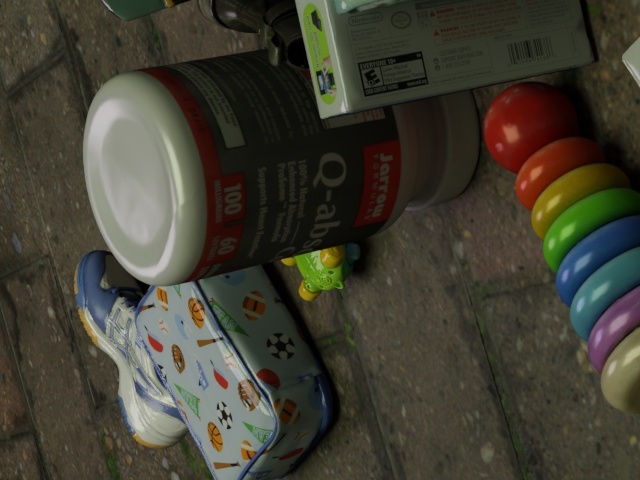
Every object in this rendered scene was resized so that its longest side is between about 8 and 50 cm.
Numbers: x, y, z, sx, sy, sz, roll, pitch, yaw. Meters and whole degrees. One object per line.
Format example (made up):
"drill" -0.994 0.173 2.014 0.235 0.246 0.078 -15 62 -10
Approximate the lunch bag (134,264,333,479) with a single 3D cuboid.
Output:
"lunch bag" -0.116 0.152 2.243 0.303 0.115 0.243 61 147 20

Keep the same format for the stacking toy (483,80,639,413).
"stacking toy" 0.247 -0.010 1.628 0.330 0.141 0.141 62 145 32

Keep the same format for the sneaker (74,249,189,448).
"sneaker" -0.230 0.128 2.437 0.131 0.112 0.296 -39 70 36

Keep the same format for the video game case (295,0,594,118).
"video game case" 0.100 -0.252 1.610 0.061 0.269 0.244 -6 96 62

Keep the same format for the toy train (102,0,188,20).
"toy train" -0.133 -0.308 1.691 0.334 0.190 0.142 -111 1 -67

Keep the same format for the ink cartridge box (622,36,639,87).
"ink cartridge box" 0.324 -0.164 1.431 0.056 0.135 0.099 61 145 17

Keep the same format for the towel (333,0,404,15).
"towel" 0.152 -0.380 1.463 0.090 0.374 0.320 -20 -84 -78

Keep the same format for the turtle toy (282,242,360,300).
"turtle toy" 0.000 0.000 2.047 0.130 0.066 0.095 62 145 22

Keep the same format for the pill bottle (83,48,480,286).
"pill bottle" -0.033 -0.089 1.788 0.210 0.363 0.210 27 123 50

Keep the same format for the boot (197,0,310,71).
"boot" 0.026 -0.216 1.728 0.229 0.263 0.091 35 133 52
